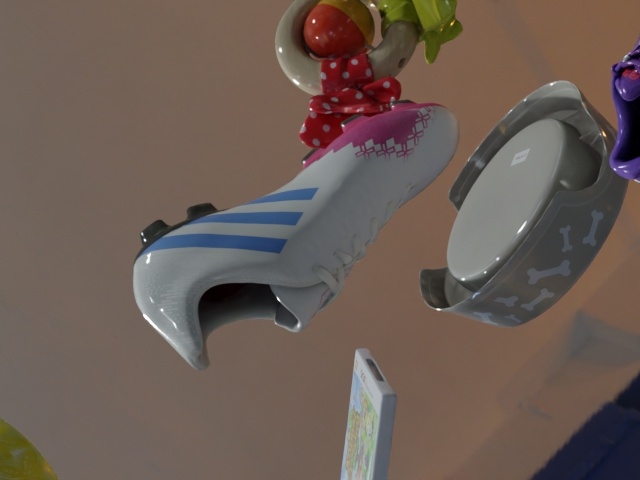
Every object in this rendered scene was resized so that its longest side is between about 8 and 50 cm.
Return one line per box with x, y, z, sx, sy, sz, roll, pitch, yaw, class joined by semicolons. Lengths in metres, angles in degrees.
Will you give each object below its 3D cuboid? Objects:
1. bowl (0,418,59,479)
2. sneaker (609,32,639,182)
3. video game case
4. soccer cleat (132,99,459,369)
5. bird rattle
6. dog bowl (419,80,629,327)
-0.353;0.293;0.805;0.156;0.290;0.289;-8;-74;-61;bowl
0.202;-0.108;0.545;0.071;0.068;0.169;-12;-62;-23;sneaker
0.060;0.271;1.269;0.023;0.193;0.212;5;-80;-8;video game case
0.000;0.000;0.845;0.331;0.143;0.116;-28;-32;-8;soccer cleat
0.043;-0.214;1.087;0.253;0.207;0.143;-55;-30;-5;bird rattle
0.272;-0.039;1.288;0.102;0.349;0.348;30;-95;-14;dog bowl
